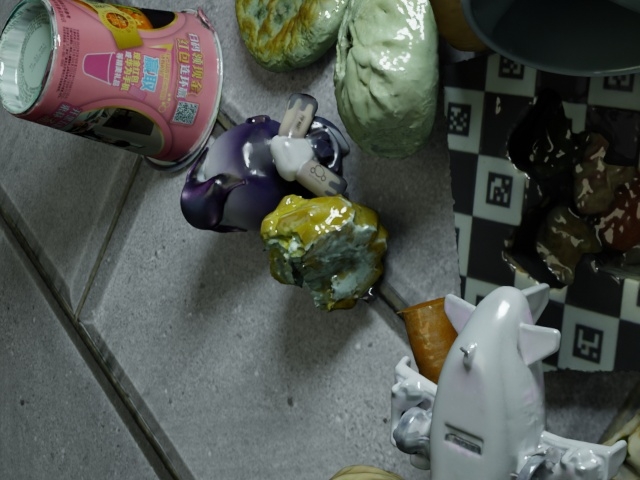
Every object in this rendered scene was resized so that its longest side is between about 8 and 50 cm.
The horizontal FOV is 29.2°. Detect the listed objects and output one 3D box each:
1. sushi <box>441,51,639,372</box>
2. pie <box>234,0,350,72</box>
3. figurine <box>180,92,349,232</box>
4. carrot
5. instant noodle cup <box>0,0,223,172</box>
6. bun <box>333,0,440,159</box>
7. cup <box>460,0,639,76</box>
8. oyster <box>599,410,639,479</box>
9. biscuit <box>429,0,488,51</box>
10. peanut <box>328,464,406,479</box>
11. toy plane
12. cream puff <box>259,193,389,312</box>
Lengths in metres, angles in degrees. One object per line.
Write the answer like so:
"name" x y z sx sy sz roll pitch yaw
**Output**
"sushi" 0.270 -0.038 1.158 0.339 0.068 0.320 -8 88 48
"pie" -0.033 -0.326 1.541 0.240 0.054 0.241 -11 76 50
"figurine" -0.077 -0.074 1.505 0.222 0.145 0.145 -25 67 44
"carrot" 0.141 0.168 1.232 0.067 0.067 0.225 -17 94 47
"instant noodle cup" -0.296 -0.228 1.686 0.244 0.255 0.244 -10 77 46
"bun" 0.071 -0.201 1.308 0.221 0.108 0.221 -174 90 -89
"cup" 0.237 -0.318 1.032 0.205 0.205 0.312 -16 57 47
"oyster" 0.265 0.248 1.119 0.294 0.094 0.166 -46 34 48
"biscuit" 0.160 -0.311 1.209 0.091 0.213 0.274 -5 68 16
"peanut" 0.021 0.328 1.338 0.313 0.152 0.152 -34 61 49
"toy plane" 0.160 0.162 1.119 0.252 0.118 0.252 11 107 43
"cream puff" -0.001 0.000 1.406 0.121 0.156 0.156 -48 41 -14
